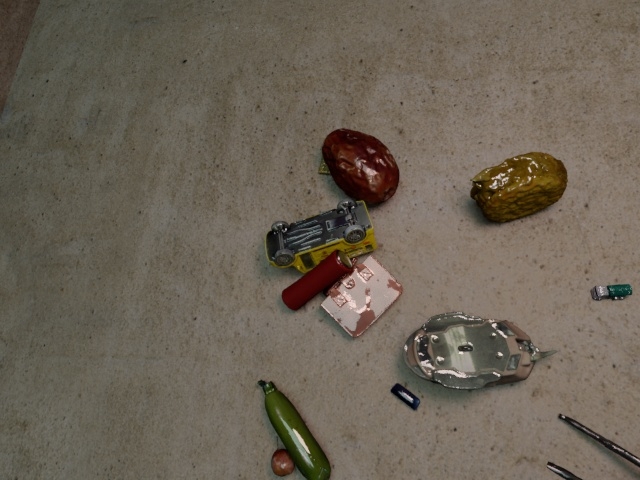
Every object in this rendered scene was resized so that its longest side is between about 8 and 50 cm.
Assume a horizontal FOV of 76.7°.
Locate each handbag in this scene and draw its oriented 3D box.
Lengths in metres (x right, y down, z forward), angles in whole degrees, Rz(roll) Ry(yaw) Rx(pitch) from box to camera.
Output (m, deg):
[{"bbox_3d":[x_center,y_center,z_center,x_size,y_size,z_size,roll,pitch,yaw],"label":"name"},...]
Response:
[{"bbox_3d":[0.121,0.164,1.196,0.212,0.059,0.157,-44,83,-3],"label":"handbag"}]

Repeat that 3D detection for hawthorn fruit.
[{"bbox_3d":[-0.111,0.598,1.121,0.066,0.067,0.103,-28,64,4],"label":"hawthorn fruit"}]

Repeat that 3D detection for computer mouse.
[{"bbox_3d":[0.410,0.297,1.068,0.388,0.115,0.200,-3,60,2],"label":"computer mouse"}]

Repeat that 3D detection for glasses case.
[{"bbox_3d":[0.234,0.427,1.111,0.083,0.023,0.034,34,84,22],"label":"glasses case"}]

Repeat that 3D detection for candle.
[{"bbox_3d":[0.067,0.115,1.260,0.053,0.048,0.162,38,85,-7],"label":"candle"}]

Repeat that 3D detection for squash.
[{"bbox_3d":[-0.081,0.524,1.129,0.087,0.087,0.332,-39,64,-1],"label":"squash"}]

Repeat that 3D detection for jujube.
[{"bbox_3d":[0.124,-0.237,1.289,0.197,0.197,0.290,-42,63,-2],"label":"jujube"}]

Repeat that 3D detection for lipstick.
[{"bbox_3d":[-0.013,0.121,1.210,0.241,0.080,0.080,-38,64,25],"label":"lipstick"}]

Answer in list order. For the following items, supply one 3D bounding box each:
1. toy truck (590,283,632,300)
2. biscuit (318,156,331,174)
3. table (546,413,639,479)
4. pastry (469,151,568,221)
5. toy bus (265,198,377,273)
[{"bbox_3d":[0.766,0.134,1.064,0.083,0.044,0.039,-6,67,13],"label":"toy truck"},{"bbox_3d":[0.038,-0.266,1.411,0.081,0.018,0.084,9,73,18],"label":"biscuit"},{"bbox_3d":[0.631,0.538,0.880,0.248,0.317,0.318,16,75,34],"label":"table"},{"bbox_3d":[0.550,-0.143,1.117,0.239,0.235,0.132,-26,71,15],"label":"pastry"},{"bbox_3d":[0.000,0.000,1.249,0.329,0.152,0.144,-18,47,6],"label":"toy bus"}]
